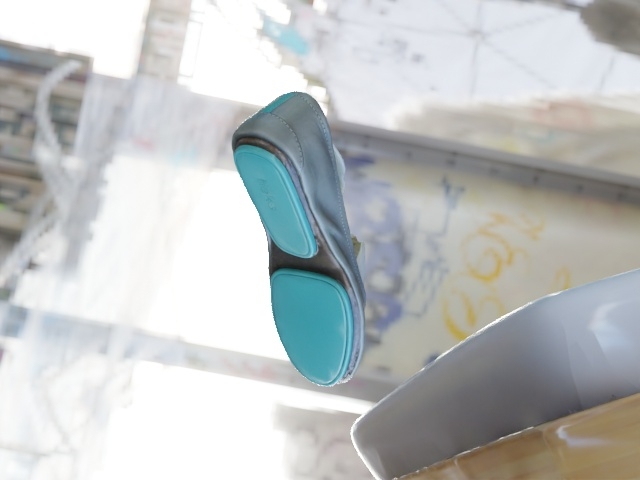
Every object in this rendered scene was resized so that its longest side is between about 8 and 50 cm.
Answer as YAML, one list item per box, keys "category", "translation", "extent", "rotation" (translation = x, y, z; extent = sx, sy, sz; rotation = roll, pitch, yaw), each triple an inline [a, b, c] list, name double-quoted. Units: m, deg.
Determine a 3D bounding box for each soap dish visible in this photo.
- category: "soap dish"
  translation: [0.141, 0.075, 0.550]
  extent: [0.291, 0.229, 0.118]
  rotation: [129, -54, -73]

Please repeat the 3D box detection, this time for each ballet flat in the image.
- category: "ballet flat"
  translation: [0.000, 0.000, 1.008]
  extent: [0.068, 0.072, 0.213]
  rotation: [-49, 140, -36]
